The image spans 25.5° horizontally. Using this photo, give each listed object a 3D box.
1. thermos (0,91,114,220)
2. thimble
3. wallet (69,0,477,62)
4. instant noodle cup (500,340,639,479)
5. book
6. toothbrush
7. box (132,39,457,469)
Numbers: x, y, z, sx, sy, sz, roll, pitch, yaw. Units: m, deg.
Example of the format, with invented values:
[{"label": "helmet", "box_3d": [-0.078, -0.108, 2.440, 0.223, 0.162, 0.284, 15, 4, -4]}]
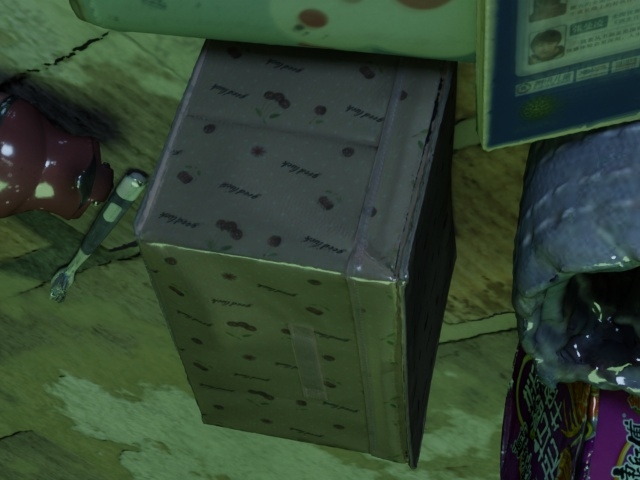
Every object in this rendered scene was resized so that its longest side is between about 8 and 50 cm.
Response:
[{"label": "thermos", "box_3d": [-0.338, -0.083, 1.217, 0.330, 0.110, 0.136, 15, 150, 1]}, {"label": "thimble", "box_3d": [0.234, 0.004, 1.023, 0.205, 0.172, 0.236, 22, 150, -8]}, {"label": "wallet", "box_3d": [-0.005, -0.205, 0.875, 0.360, 0.083, 0.252, 5, 150, 9]}, {"label": "instant noodle cup", "box_3d": [0.282, 0.165, 1.224, 0.190, 0.251, 0.251, 9, 151, -7]}, {"label": "book", "box_3d": [0.200, -0.173, 0.810, 0.228, 0.018, 0.322, -12, 147, -3]}, {"label": "toothbrush", "box_3d": [-0.224, 0.000, 1.387, 0.024, 0.026, 0.288, 27, 148, -14]}, {"label": "box", "box_3d": [0.000, 0.000, 1.076, 0.190, 0.225, 0.297, 9, 148, 10]}]
